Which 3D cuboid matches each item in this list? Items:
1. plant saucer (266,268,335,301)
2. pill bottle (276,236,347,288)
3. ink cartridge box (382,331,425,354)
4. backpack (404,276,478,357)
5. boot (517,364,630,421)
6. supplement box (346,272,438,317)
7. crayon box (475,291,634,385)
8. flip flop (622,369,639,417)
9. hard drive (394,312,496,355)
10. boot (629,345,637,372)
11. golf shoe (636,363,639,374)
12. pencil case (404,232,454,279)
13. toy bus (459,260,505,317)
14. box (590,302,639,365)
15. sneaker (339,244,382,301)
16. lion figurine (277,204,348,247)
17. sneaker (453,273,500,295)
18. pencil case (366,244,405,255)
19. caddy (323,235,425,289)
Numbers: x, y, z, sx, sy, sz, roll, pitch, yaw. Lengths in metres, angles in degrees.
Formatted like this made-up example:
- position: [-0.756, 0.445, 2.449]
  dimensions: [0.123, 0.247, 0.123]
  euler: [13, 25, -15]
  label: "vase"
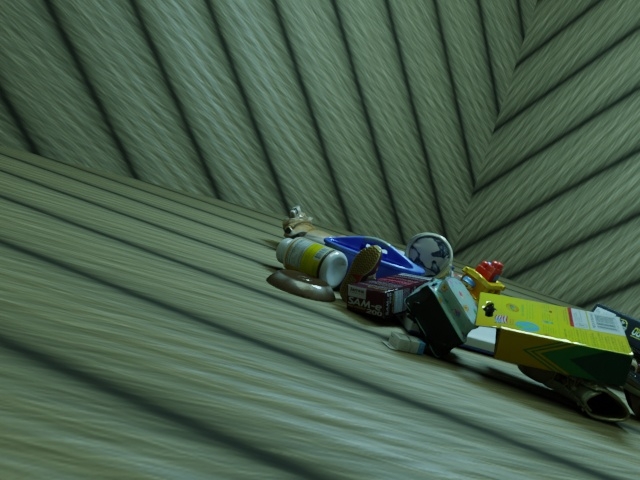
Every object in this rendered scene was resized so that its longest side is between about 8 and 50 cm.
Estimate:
- position: [-0.048, 0.118, 1.653]
  dimensions: [0.199, 0.036, 0.198]
  euler: [17, 5, -2]
  label: "plant saucer"
- position: [-0.032, 0.061, 1.812]
  dimensions: [0.215, 0.117, 0.117]
  euler: [21, 7, 39]
  label: "pill bottle"
- position: [0.186, 0.227, 1.342]
  dimensions: [0.083, 0.028, 0.048]
  euler: [14, 6, -22]
  label: "ink cartridge box"
- position: [0.295, 0.168, 1.431]
  dimensions: [0.165, 0.144, 0.188]
  euler: [57, 13, 8]
  label: "backpack"
- position: [0.549, 0.316, 1.315]
  dimensions: [0.213, 0.077, 0.165]
  euler: [24, 7, 3]
  label: "boot"
- position: [0.197, 0.144, 1.615]
  dimensions: [0.240, 0.073, 0.130]
  euler: [-6, 10, -44]
  label: "supplement box"
- position: [0.511, 0.213, 1.359]
  dimensions: [0.319, 0.081, 0.202]
  euler: [11, 20, 16]
  label: "crayon box"
- position: [0.723, 0.356, 1.373]
  dimensions: [0.277, 0.080, 0.112]
  euler: [32, 16, 5]
  label: "flip flop"
- position: [0.368, 0.245, 1.630]
  dimensions: [0.319, 0.040, 0.210]
  euler: [16, 6, -8]
  label: "hard drive"
- position: [0.718, 0.310, 1.617]
  dimensions: [0.285, 0.138, 0.377]
  euler: [16, 1, -9]
  label: "boot"
- position: [0.965, 0.411, 1.758]
  dimensions: [0.186, 0.068, 0.085]
  euler: [26, 39, -49]
  label: "golf shoe"
- position: [0.396, 0.091, 2.142]
  dimensions: [0.184, 0.159, 0.410]
  euler: [31, -4, 17]
  label: "pencil case"
- position: [0.498, 0.152, 1.947]
  dimensions: [0.220, 0.211, 0.149]
  euler: [8, 25, -47]
  label: "toy bus"
- position: [1.058, 0.358, 1.845]
  dimensions: [0.318, 0.097, 0.395]
  euler: [34, 0, -23]
  label: "box"
- position: [0.125, 0.091, 1.674]
  dimensions: [0.084, 0.185, 0.069]
  euler: [5, 34, -51]
  label: "sneaker"
- position: [0.000, 0.000, 2.276]
  dimensions: [0.392, 0.142, 0.240]
  euler: [26, 20, 24]
  label: "lion figurine"
- position: [0.595, 0.201, 2.371]
  dimensions: [0.276, 0.097, 0.135]
  euler: [16, 4, -21]
  label: "sneaker"
- position: [0.218, 0.070, 2.436]
  dimensions: [0.273, 0.113, 0.124]
  euler: [14, 34, -25]
  label: "pencil case"
- position: [0.157, 0.079, 1.897]
  dimensions: [0.342, 0.179, 0.241]
  euler: [21, 8, 28]
  label: "caddy"
